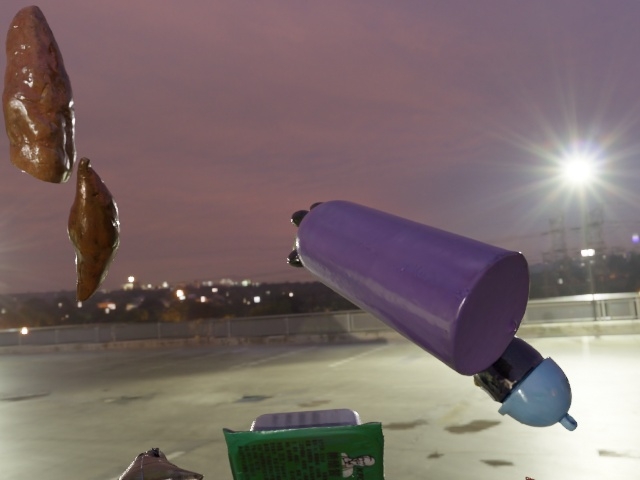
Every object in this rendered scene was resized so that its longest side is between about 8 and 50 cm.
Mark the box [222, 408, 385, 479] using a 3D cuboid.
[{"bbox_3d":[-0.030,0.465,1.335,0.336,0.264,0.106,-4,35,0],"label":"box"}]

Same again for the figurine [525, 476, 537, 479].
[{"bbox_3d":[0.364,0.566,1.026,0.226,0.183,0.160,-38,5,-12],"label":"figurine"}]

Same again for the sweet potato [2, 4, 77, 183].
[{"bbox_3d":[-0.400,-0.203,0.844,0.097,0.252,0.097,-7,3,0],"label":"sweet potato"}]

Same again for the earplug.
[{"bbox_3d":[0.130,0.048,1.095,0.215,0.215,0.456,2,17,-45],"label":"earplug"}]

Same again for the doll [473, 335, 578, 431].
[{"bbox_3d":[0.366,0.255,1.177,0.314,0.141,0.177,40,27,27],"label":"doll"}]

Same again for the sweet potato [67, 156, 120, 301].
[{"bbox_3d":[-0.507,-0.015,1.347,0.112,0.359,0.112,4,26,-2],"label":"sweet potato"}]

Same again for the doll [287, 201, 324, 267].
[{"bbox_3d":[0.001,0.001,1.429,0.135,0.143,0.234,18,-18,-30],"label":"doll"}]

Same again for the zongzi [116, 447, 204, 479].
[{"bbox_3d":[-0.424,0.657,1.684,0.300,0.138,0.286,-25,3,8],"label":"zongzi"}]
